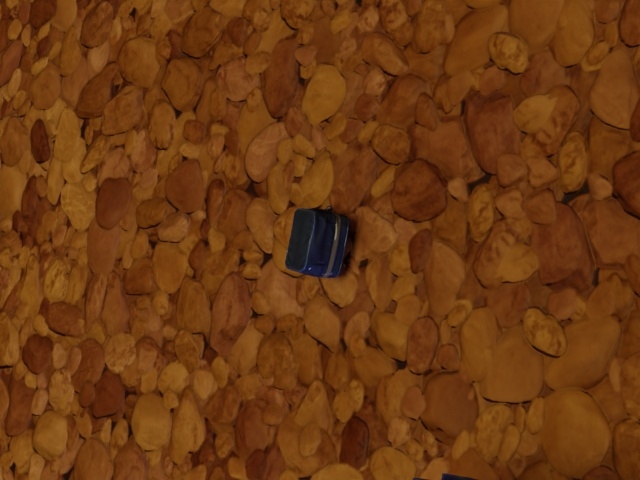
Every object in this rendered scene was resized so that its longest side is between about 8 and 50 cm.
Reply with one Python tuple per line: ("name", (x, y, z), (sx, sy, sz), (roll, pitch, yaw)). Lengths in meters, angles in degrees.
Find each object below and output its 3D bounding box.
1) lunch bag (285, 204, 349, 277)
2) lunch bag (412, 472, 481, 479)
("lunch bag", (0.000, 0.000, 1.849), (0.067, 0.065, 0.099), (14, 92, 62))
("lunch bag", (0.246, 0.411, 1.384), (0.385, 0.239, 0.328), (-2, 77, 35))
